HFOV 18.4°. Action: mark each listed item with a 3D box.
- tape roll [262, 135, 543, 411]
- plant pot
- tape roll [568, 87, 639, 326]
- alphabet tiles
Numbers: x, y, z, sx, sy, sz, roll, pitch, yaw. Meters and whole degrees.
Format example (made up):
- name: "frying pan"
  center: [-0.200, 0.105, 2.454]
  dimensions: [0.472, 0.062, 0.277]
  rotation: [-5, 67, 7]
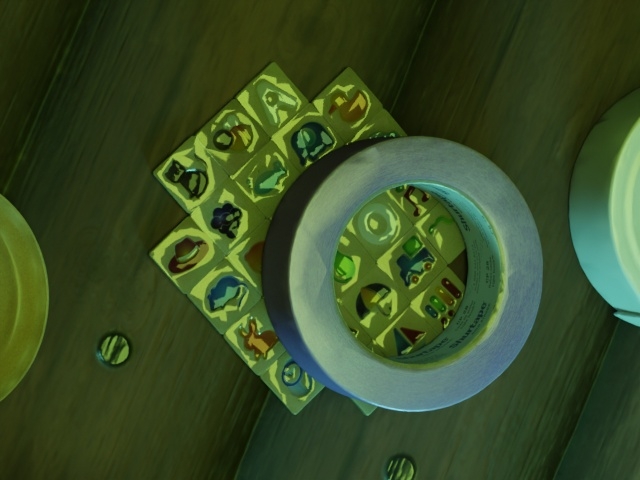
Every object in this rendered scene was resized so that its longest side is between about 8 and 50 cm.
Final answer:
- name: "tape roll"
  center: [0.084, 0.032, 1.993]
  dimensions: [0.275, 0.090, 0.274]
  rotation: [-1, 93, -20]
- name: "plant pot"
  center: [-0.364, 0.054, 1.847]
  dimensions: [0.236, 0.032, 0.236]
  rotation: [2, 88, -39]
- name: "tape roll"
  center: [0.412, -0.035, 2.112]
  dimensions: [0.286, 0.100, 0.286]
  rotation: [-1, 93, -20]
- name: "alphabet tiles"
  center: [0.000, 0.000, 2.016]
  dimensions: [0.285, 0.011, 0.342]
  rotation: [-44, 105, -12]
